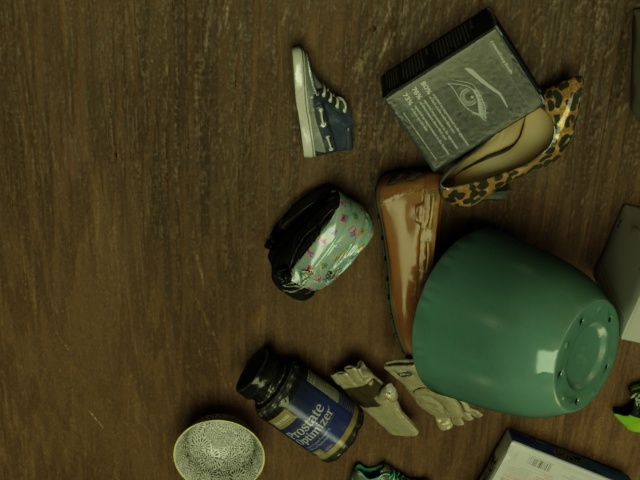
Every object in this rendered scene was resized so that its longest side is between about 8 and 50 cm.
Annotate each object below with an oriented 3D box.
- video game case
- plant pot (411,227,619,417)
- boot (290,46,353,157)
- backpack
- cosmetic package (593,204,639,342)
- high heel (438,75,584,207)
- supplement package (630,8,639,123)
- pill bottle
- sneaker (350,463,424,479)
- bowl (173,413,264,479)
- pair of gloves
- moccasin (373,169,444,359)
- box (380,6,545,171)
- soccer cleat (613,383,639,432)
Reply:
[{"bbox_3d":[0.426,0.516,2.077,0.269,0.061,0.244,23,106,-8],"label":"video game case"},{"bbox_3d":[0.330,0.148,1.730,0.235,0.293,0.293,19,129,42],"label":"plant pot"},{"bbox_3d":[0.003,-0.223,1.717,0.086,0.069,0.190,-9,126,-2],"label":"boot"},{"bbox_3d":[0.000,0.000,1.799,0.115,0.152,0.182,32,108,-29],"label":"backpack"},{"bbox_3d":[0.672,0.088,1.782,0.384,0.217,0.156,13,117,-4],"label":"cosmetic package"},{"bbox_3d":[0.296,-0.153,1.677,0.093,0.186,0.261,50,122,25],"label":"high heel"},{"bbox_3d":[0.631,-0.255,1.618,0.292,0.177,0.175,-5,118,3],"label":"supplement package"},{"bbox_3d":[-0.039,0.294,1.954,0.219,0.123,0.123,37,113,-15],"label":"pill bottle"},{"bbox_3d":[0.133,0.466,2.079,0.166,0.065,0.076,1,114,-1],"label":"sneaker"},{"bbox_3d":[-0.186,0.381,2.027,0.170,0.080,0.170,0,119,1],"label":"bowl"},{"bbox_3d":[0.148,0.275,1.933,0.204,0.042,0.240,43,145,-23],"label":"pair of gloves"},{"bbox_3d":[0.186,0.059,1.828,0.146,0.139,0.380,-4,109,13],"label":"moccasin"},{"bbox_3d":[0.218,-0.233,1.677,0.207,0.108,0.153,-30,113,15],"label":"box"},{"bbox_3d":[0.609,0.277,1.973,0.072,0.060,0.179,35,114,-3],"label":"soccer cleat"}]
